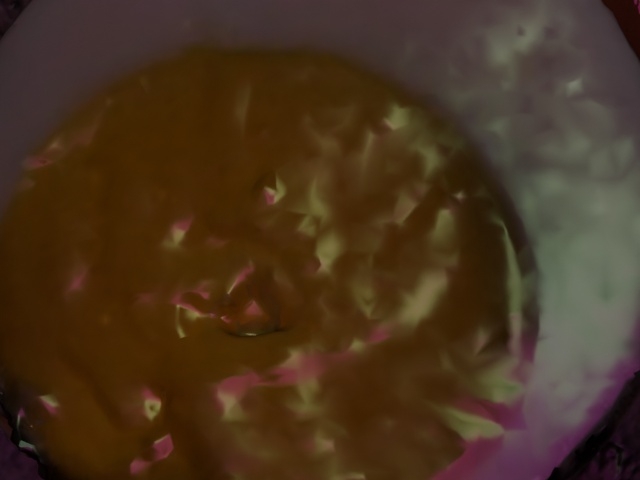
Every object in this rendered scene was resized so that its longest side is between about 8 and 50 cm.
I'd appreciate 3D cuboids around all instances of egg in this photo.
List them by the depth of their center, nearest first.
[{"bbox_3d":[0.000,0.000,0.917,0.337,0.201,0.337,-1,84,9],"label":"egg"}]

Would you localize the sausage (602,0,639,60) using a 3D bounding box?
[{"bbox_3d":[0.217,-0.099,0.980,0.194,0.077,0.077,13,98,-5],"label":"sausage"}]
